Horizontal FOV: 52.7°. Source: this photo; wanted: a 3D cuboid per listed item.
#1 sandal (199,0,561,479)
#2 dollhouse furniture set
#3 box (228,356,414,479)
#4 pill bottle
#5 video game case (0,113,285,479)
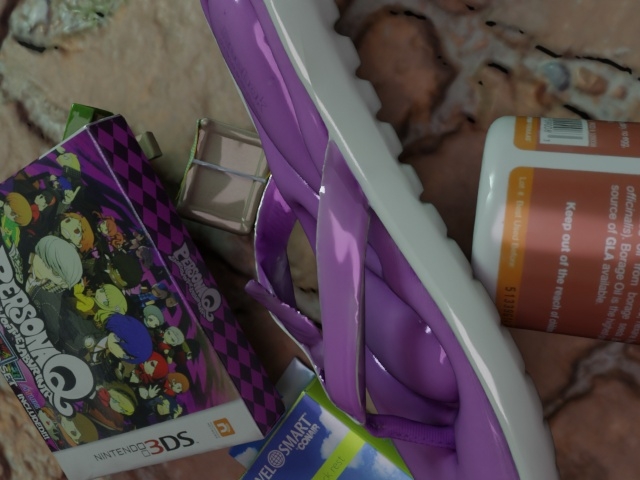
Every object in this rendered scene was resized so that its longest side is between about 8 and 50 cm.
[{"bbox_3d":[-0.003,0.004,0.383,0.102,0.169,0.416,-22,81,-16],"label":"sandal"},{"bbox_3d":[-0.109,-0.058,0.484,0.151,0.058,0.076,16,95,-5],"label":"dollhouse furniture set"},{"bbox_3d":[0.019,0.182,0.467,0.178,0.042,0.109,37,106,9],"label":"box"},{"bbox_3d":[0.195,-0.001,0.347,0.216,0.121,0.121,7,99,16],"label":"pill bottle"},{"bbox_3d":[-0.164,0.059,0.470,0.210,0.042,0.232,-22,101,29],"label":"video game case"}]
